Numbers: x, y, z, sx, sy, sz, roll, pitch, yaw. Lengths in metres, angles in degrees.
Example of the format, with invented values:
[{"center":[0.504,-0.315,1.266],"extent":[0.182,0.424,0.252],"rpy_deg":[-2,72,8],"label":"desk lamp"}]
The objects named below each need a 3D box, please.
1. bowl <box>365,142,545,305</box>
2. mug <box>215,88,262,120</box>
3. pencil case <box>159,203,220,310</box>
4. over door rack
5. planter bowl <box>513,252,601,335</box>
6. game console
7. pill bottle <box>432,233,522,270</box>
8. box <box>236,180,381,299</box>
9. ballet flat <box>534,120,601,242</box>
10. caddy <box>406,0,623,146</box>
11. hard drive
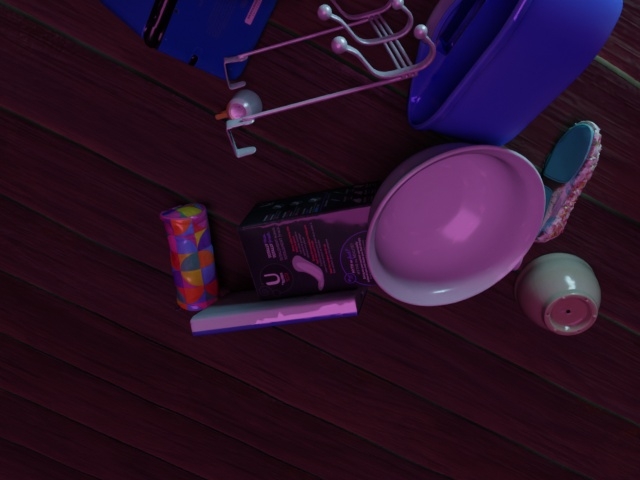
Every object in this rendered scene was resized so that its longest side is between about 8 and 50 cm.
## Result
[{"center":[0.200,-0.045,0.803],"extent":[0.298,0.134,0.297],"rpy_deg":[-8,126,-11],"label":"bowl"},{"center":[-0.150,-0.239,0.904],"extent":[0.062,0.064,0.078],"rpy_deg":[40,114,-12],"label":"mug"},{"center":[-0.277,0.039,1.036],"extent":[0.105,0.104,0.236],"rpy_deg":[3,115,6],"label":"pencil case"},{"center":[-0.017,-0.289,0.744],"extent":[0.325,0.239,0.108],"rpy_deg":[-23,135,10],"label":"over door rack"},{"center":[0.483,0.121,0.968],"extent":[0.162,0.109,0.162],"rpy_deg":[3,116,6],"label":"planter bowl"},{"center":[-0.208,-0.471,0.822],"extent":[0.250,0.173,0.293],"rpy_deg":[15,122,-35],"label":"game console"},{"center":[0.291,0.009,0.942],"extent":[0.184,0.103,0.103],"rpy_deg":[9,116,4],"label":"pill bottle"},{"center":[0.000,0.000,0.954],"extent":[0.271,0.143,0.165],"rpy_deg":[-9,112,12],"label":"box"},{"center":[0.448,-0.103,0.893],"extent":[0.077,0.091,0.240],"rpy_deg":[0,124,-27],"label":"ballet flat"},{"center":[0.241,-0.297,0.698],"extent":[0.179,0.241,0.341],"rpy_deg":[17,146,-14],"label":"caddy"},{"center":[-0.072,0.128,0.989],"extent":[0.319,0.210,0.040],"rpy_deg":[-9,96,12],"label":"hard drive"}]
